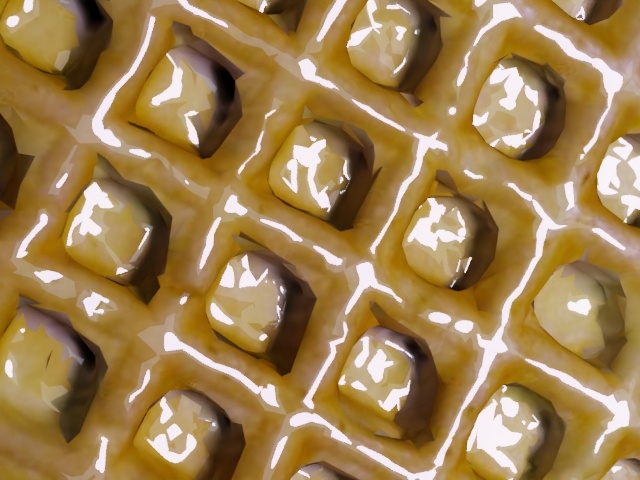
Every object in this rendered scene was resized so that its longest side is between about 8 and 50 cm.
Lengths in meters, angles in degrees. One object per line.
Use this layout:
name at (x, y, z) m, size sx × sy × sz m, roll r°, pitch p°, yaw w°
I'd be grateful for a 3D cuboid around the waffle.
waffle at (0.001, 0.000, 0.451) m, size 0.245 × 0.052 × 0.254 m, roll -15°, pitch 96°, yaw -14°
